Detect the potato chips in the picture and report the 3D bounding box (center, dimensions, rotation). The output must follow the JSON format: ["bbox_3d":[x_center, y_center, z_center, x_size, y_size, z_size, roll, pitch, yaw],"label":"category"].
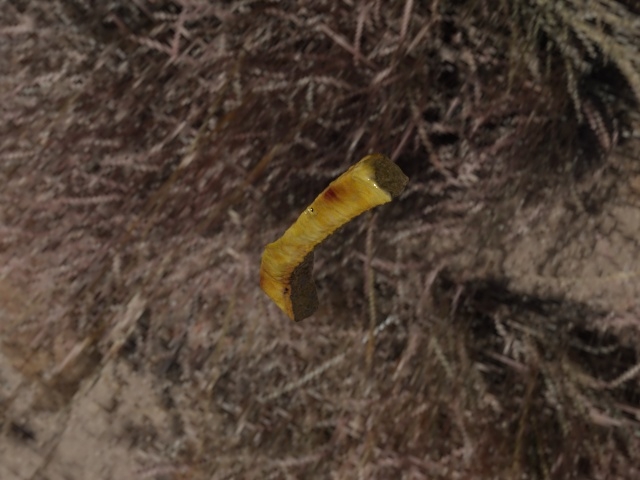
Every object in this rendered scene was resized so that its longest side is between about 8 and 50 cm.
[{"bbox_3d":[0.000,0.000,0.562,0.037,0.026,0.204,38,159,2],"label":"potato chips"}]
